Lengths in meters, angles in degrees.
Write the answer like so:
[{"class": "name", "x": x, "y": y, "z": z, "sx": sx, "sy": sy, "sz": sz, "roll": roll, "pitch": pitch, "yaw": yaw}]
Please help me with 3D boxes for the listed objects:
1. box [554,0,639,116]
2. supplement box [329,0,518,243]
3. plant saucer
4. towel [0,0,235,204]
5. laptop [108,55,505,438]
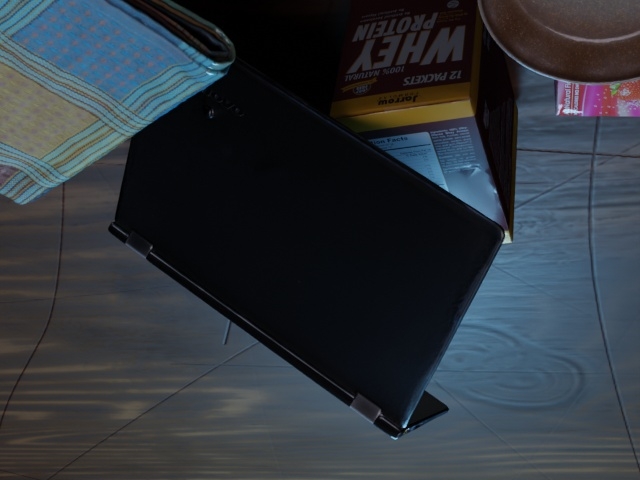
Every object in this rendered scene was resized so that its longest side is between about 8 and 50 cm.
[{"class": "box", "x": 0.271, "y": -0.237, "z": 0.962, "sx": 0.128, "sy": 0.122, "sz": 0.256, "roll": 2, "pitch": 140, "yaw": 10}, {"class": "supplement box", "x": 0.109, "y": -0.124, "z": 1.073, "sx": 0.129, "sy": 0.191, "sz": 0.194, "roll": -6, "pitch": 139, "yaw": 19}, {"class": "plant saucer", "x": 0.225, "y": -0.209, "z": 0.879, "sx": 0.199, "sy": 0.036, "sz": 0.198, "roll": 7, "pitch": 140, "yaw": 6}, {"class": "towel", "x": -0.288, "y": -0.149, "z": 1.009, "sx": 0.271, "sy": 0.040, "sz": 0.370, "roll": 27, "pitch": 143, "yaw": -34}, {"class": "laptop", "x": 0.000, "y": 0.000, "z": 1.161, "sx": 0.382, "sy": 0.236, "sz": 0.408, "roll": 35, "pitch": -174, "yaw": 16}]
